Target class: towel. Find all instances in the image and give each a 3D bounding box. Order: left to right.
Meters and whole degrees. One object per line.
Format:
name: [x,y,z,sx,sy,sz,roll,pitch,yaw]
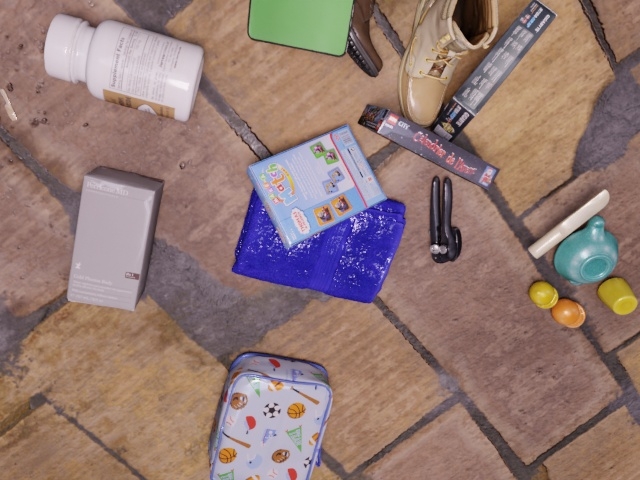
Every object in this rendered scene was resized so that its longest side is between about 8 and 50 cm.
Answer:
towel: [0.000,0.000,1.073,0.309,0.076,0.227,14,104,-13]

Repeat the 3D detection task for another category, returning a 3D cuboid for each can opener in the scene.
can opener: [0.248,-0.040,1.117,0.059,0.073,0.185,0,109,32]

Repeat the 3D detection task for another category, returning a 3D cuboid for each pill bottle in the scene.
pill bottle: [-0.318,-0.288,0.902,0.230,0.131,0.131,14,105,-12]

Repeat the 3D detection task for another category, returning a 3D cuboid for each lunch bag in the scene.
lunch bag: [-0.103,0.400,1.169,0.243,0.115,0.303,12,105,-15]

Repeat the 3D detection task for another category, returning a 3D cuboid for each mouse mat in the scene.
mouse mat: [-0.033,-0.403,0.923,0.190,0.007,0.152,16,116,13]

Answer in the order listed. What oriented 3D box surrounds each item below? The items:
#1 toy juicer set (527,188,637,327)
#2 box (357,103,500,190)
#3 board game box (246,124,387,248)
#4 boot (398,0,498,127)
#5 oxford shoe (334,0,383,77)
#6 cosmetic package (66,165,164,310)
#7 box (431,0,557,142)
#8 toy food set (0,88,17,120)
toy juicer set: [0.538,0.050,1.174,0.209,0.089,0.329,-25,119,13]
box: [0.193,-0.175,1.003,0.233,0.159,0.044,24,103,-15]
board game box: [-0.005,-0.101,0.996,0.212,0.039,0.160,-26,88,-22]
boot: [0.215,-0.317,0.936,0.095,0.203,0.261,8,107,-11]
oxford shoe: [0.066,-0.398,0.952,0.096,0.083,0.227,-28,110,-1]
cosmetic package: [-0.374,-0.005,1.001,0.127,0.107,0.237,11,109,-9]
box: [0.293,-0.286,0.952,0.051,0.175,0.220,39,86,3]
toy food set: [-0.597,-0.218,0.940,0.122,0.019,0.077,-17,109,-3]
